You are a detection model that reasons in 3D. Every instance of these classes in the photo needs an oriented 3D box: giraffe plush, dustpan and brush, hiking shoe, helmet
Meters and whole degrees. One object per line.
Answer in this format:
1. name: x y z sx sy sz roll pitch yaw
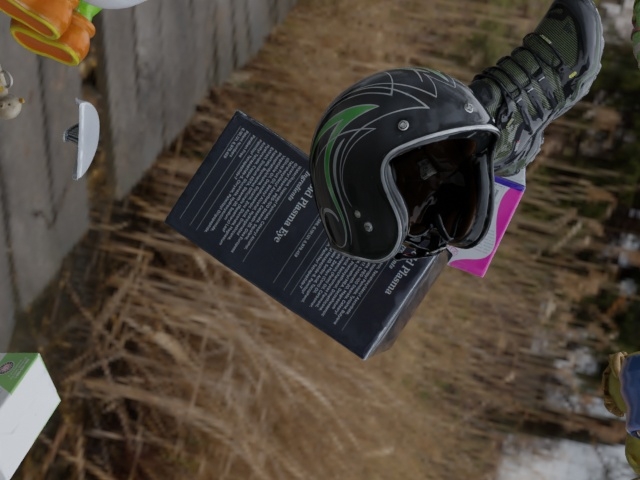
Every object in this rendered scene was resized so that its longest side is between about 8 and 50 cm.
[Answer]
1. giraffe plush: 0.456 0.225 1.553 0.181 0.210 0.170 101 -26 -72
2. dustpan and brush: -0.448 -0.207 2.162 0.211 0.060 0.147 -65 161 -72
3. hiking shoe: 0.216 -0.162 1.230 0.114 0.086 0.227 -4 130 -43
4. helmet: 0.071 -0.070 0.997 0.169 0.169 0.161 -46 138 -75

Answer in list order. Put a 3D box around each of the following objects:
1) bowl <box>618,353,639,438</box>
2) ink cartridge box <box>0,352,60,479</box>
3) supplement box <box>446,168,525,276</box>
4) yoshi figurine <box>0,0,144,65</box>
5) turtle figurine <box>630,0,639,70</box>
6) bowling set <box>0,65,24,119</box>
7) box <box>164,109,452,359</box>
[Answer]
1. bowl: 0.488 0.182 1.123 0.391 0.391 0.077 66 34 -77
2. ink cartridge box: -0.667 0.305 2.025 0.207 0.353 0.119 -64 145 -50
3. supplement box: 0.314 -0.055 2.283 0.114 0.111 0.220 -71 -177 -61
4. yoshi figurine: -0.290 -0.416 1.413 0.203 0.203 0.362 39 74 -41
5. turtle figurine: 0.562 -0.290 1.722 0.198 0.275 0.266 -61 150 -22
6. bowling set: -0.661 -0.212 1.888 0.154 0.287 0.200 63 21 -6
7. box: 0.000 0.000 1.571 0.179 0.312 0.343 -57 171 2
